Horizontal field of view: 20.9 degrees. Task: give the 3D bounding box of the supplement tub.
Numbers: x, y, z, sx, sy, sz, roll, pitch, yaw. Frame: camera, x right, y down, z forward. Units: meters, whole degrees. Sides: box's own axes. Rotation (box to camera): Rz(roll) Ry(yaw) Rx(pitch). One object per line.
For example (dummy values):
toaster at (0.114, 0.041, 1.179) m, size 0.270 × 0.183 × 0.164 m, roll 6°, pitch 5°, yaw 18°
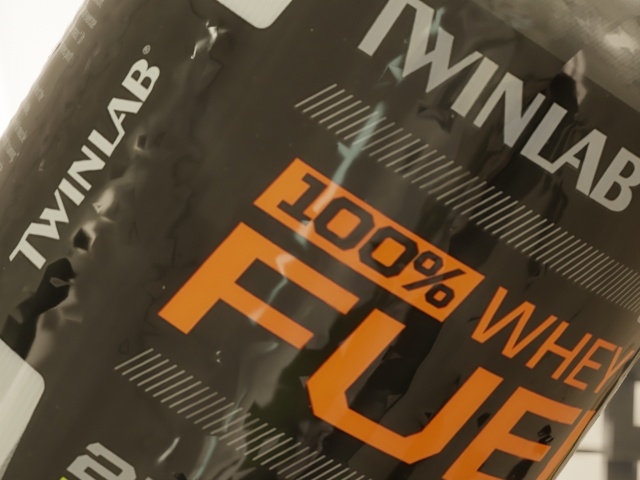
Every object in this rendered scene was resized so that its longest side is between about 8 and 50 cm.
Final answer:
supplement tub at (0.000, 0.000, 0.548) m, size 0.338 × 0.207 × 0.207 m, roll -58°, pitch 10°, yaw 8°
